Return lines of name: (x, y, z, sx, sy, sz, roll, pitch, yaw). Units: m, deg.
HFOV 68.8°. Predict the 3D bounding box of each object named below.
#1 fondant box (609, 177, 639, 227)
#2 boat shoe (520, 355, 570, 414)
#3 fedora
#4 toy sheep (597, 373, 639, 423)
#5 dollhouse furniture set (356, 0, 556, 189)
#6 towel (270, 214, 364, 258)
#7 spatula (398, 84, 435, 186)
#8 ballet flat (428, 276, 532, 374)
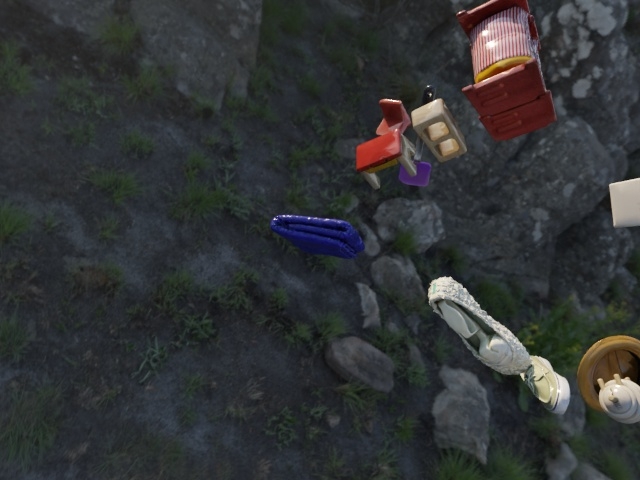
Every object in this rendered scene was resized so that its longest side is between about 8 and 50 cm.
fondant box: (0.777, -0.093, 0.889, 0.329, 0.238, 0.096, -5, 88, -19)
boat shoe: (0.682, 0.441, 1.455, 0.093, 0.109, 0.302, 17, 9, 8)
fedora: (0.673, 0.302, 1.086, 0.194, 0.194, 0.079, 36, 10, -7)
toy sheep: (0.594, 0.314, 0.919, 0.132, 0.091, 0.091, 17, 48, -33)
dollhouse furniture set: (0.223, -0.270, 0.880, 0.152, 0.373, 0.202, 36, 47, -43)
towel: (0.000, 0.000, 1.327, 0.227, 0.308, 0.077, 5, 81, 12)
spatula: (0.260, -0.261, 1.214, 0.084, 0.297, 0.030, 8, 41, 8)
ballet flat: (0.486, 0.293, 1.467, 0.409, 0.147, 0.147, 44, 42, 4)
